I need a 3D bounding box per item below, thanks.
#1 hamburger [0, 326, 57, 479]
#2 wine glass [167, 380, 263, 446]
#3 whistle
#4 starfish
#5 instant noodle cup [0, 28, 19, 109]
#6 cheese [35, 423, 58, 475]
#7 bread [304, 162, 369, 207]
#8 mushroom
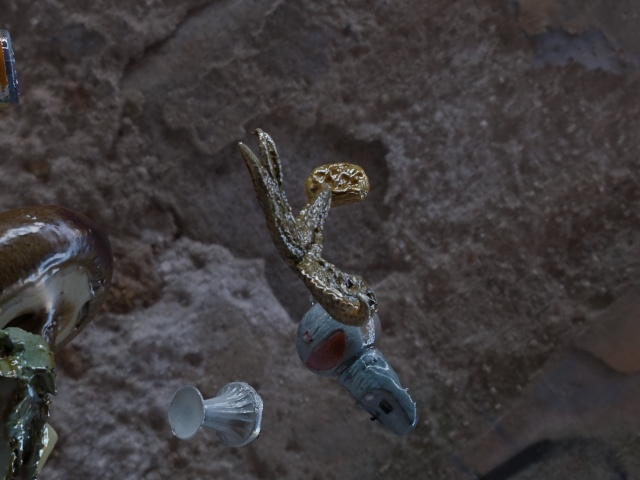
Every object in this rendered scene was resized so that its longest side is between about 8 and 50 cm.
[{"bbox_3d":[-0.466,0.240,1.159,0.168,0.287,0.192,8,20,-29],"label":"hamburger"},{"bbox_3d":[-0.257,0.420,2.081,0.197,0.165,0.165,20,23,-50],"label":"wine glass"},{"bbox_3d":[0.067,0.245,1.710,0.347,0.189,0.189,54,-7,21],"label":"whistle"},{"bbox_3d":[-0.008,0.007,1.189,0.375,0.094,0.327,46,15,-50],"label":"starfish"},{"bbox_3d":[-0.552,-0.272,1.360,0.177,0.126,0.208,-119,-152,-46],"label":"instant noodle cup"},{"bbox_3d":[-0.740,0.332,1.727,0.384,0.104,0.384,17,-30,10],"label":"cheese"},{"bbox_3d":[0.028,-0.093,1.444,0.044,0.111,0.083,87,-9,-55],"label":"bread"},{"bbox_3d":[-0.482,0.082,1.372,0.239,0.345,0.345,41,-5,-10],"label":"mushroom"}]
